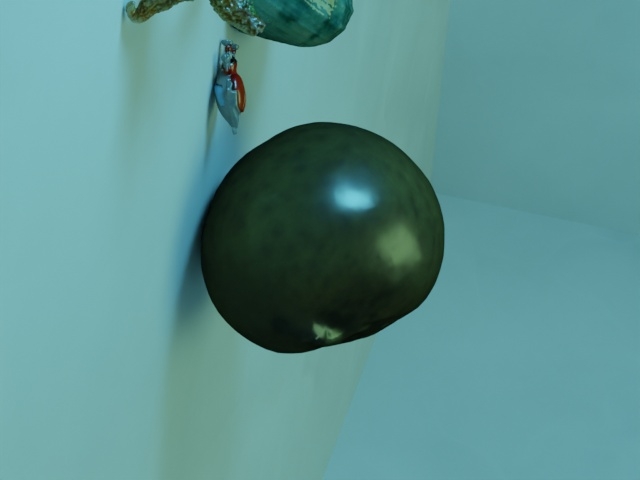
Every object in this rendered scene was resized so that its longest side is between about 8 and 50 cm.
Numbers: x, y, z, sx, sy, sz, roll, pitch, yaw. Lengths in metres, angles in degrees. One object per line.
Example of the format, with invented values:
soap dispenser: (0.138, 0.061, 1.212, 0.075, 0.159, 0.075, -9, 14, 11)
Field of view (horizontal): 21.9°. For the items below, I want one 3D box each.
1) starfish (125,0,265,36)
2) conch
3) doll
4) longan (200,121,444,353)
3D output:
starfish: (-0.101, -0.265, 1.655, 0.210, 0.150, 0.053, -29, 169, -19)
conch: (-0.018, -0.334, 2.059, 0.196, 0.134, 0.202, 68, 36, -74)
doll: (-0.111, -0.186, 2.004, 0.057, 0.039, 0.114, 180, -91, -68)
longan: (0.000, 0.000, 2.094, 0.319, 0.319, 0.318, 12, 90, -80)
